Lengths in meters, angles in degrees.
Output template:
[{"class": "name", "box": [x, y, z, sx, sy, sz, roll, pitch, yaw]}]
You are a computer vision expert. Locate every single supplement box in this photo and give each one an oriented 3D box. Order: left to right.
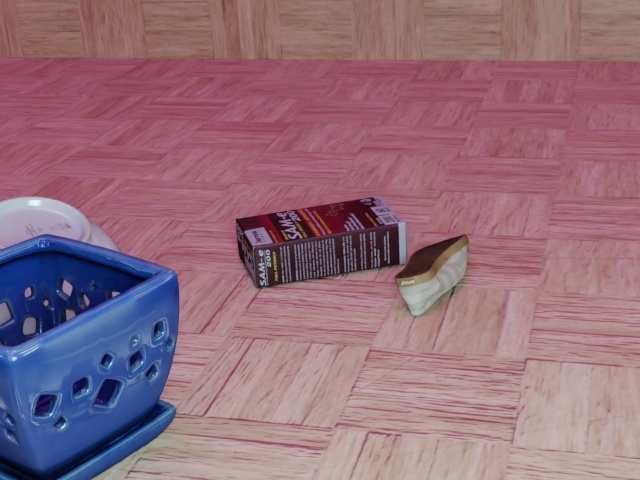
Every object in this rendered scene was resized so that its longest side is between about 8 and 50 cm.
[{"class": "supplement box", "box": [0.000, 0.000, 1.667, 0.239, 0.073, 0.130, -10, 24, -13]}]

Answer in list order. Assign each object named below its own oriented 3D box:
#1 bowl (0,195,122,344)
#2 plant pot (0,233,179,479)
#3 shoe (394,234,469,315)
[{"class": "bowl", "box": [-0.386, 0.034, 1.453, 0.297, 0.134, 0.298, 10, 33, -7]}, {"class": "plant pot", "box": [-0.302, 0.142, 1.183, 0.235, 0.212, 0.236, 15, 28, 35]}, {"class": "shoe", "box": [0.165, 0.046, 1.566, 0.076, 0.058, 0.219, -14, 11, 30]}]
